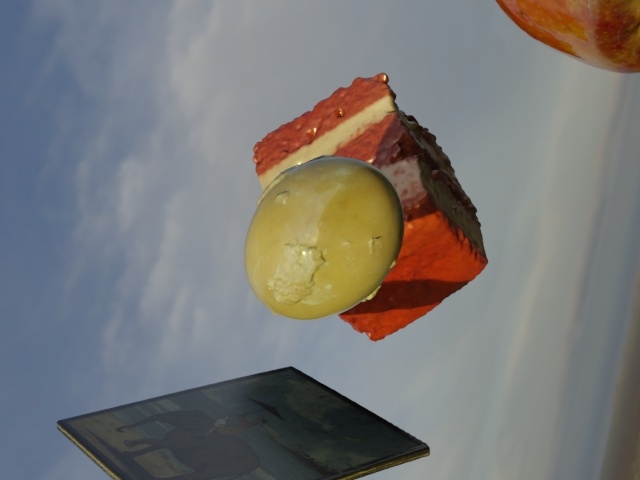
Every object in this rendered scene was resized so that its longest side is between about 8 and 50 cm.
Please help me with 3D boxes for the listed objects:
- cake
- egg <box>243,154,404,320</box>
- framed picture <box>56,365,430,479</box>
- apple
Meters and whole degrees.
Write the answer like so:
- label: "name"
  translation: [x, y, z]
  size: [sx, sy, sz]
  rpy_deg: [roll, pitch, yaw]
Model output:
- label: "cake"
  translation: [0.086, -0.048, 1.535]
  size: [0.269, 0.270, 0.319]
  rpy_deg: [40, -156, -45]
- label: "egg"
  translation: [0.001, -0.002, 1.038]
  size: [0.201, 0.164, 0.164]
  rpy_deg: [-50, -2, 30]
- label: "framed picture"
  translation: [-0.084, 0.224, 1.102]
  size: [0.347, 0.265, 0.016]
  rpy_deg: [-6, -71, -40]
- label: "apple"
  translation: [0.236, -0.240, 0.760]
  size: [0.230, 0.230, 0.229]
  rpy_deg: [12, -90, -74]
